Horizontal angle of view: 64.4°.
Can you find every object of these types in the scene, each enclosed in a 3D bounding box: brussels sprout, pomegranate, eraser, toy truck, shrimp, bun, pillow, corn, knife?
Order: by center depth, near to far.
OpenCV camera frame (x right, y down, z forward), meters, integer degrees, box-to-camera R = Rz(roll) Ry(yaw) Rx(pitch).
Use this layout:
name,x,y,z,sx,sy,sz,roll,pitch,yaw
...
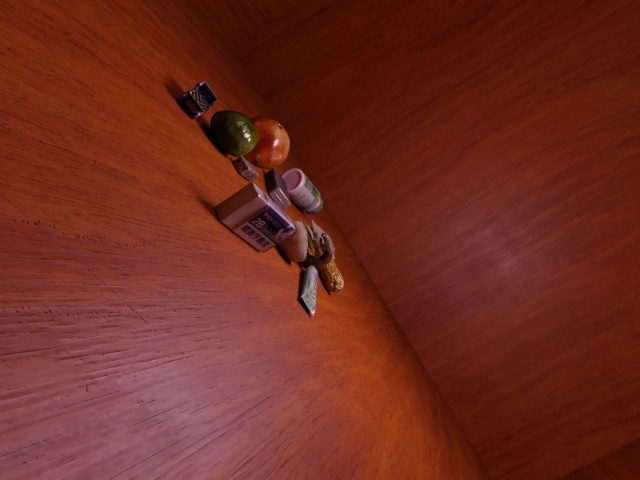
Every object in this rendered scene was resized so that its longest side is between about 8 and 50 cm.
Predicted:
name,x,y,z,sx,sy,sz,roll,pitch,yaw
eraser,-0.167,-0.057,1.339,0.210,0.125,0.067,45,16,-56
toy truck,-0.388,-0.451,1.625,0.083,0.092,0.192,54,9,-22
bun,-0.098,0.005,1.669,0.138,0.094,0.138,175,-90,-76
brussels sprout,-0.289,-0.357,1.712,0.162,0.143,0.181,12,-5,35
shrimp,-0.050,0.009,1.764,0.219,0.152,0.046,49,32,-6
pomegranate,-0.226,-0.384,1.976,0.209,0.209,0.209,56,8,-12
corn,0.031,0.118,2.040,0.080,0.080,0.238,50,8,-43
knife,-0.064,-0.027,2.218,0.022,0.026,0.184,-1,51,-33
pillow,0.000,0.000,2.298,0.181,0.078,0.134,50,12,-39

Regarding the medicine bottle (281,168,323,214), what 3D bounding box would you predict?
name,x,y,z,sx,sy,sz,roll,pitch,yaw
medicine bottle,-0.085,-0.228,2.455,0.133,0.134,0.274,63,10,31

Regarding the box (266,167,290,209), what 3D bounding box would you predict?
name,x,y,z,sx,sy,sz,roll,pitch,yaw
box,-0.179,-0.219,2.135,0.103,0.055,0.243,54,8,-28

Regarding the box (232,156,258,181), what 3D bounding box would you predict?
name,x,y,z,sx,sy,sz,roll,pitch,yaw
box,-0.263,-0.252,1.792,0.062,0.045,0.098,60,7,19

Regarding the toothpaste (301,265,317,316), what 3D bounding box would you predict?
name,x,y,z,sx,sy,sz,roll,pitch,yaw
toothpaste,-0.036,0.150,1.644,0.074,0.048,0.296,60,11,-16
